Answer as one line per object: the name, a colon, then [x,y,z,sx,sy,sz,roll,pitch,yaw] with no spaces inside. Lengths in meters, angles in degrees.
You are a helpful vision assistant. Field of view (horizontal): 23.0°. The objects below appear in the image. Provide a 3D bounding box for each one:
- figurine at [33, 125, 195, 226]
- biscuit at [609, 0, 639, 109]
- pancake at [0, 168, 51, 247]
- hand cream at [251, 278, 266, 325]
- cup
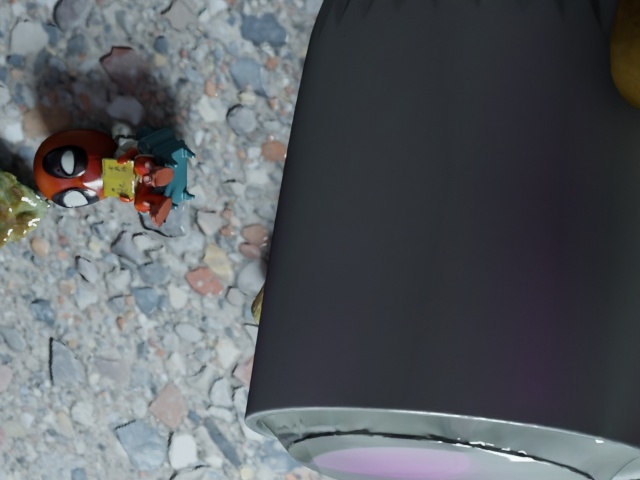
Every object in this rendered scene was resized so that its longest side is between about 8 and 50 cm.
figurine: [-0.168,-0.058,1.250,0.140,0.075,0.068,13,121,26]
biscuit: [0.276,-0.155,0.923,0.057,0.287,0.343,15,120,45]
pancake: [-0.423,-0.085,1.347,0.305,0.067,0.426,-30,101,22]
hand cream: [0.000,0.000,1.219,0.084,0.084,0.203,35,128,1]
cup: [0.096,-0.028,0.979,0.253,0.253,0.371,1,75,20]
